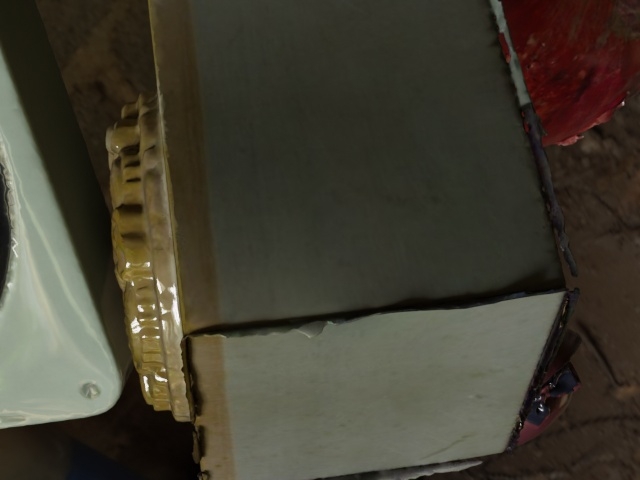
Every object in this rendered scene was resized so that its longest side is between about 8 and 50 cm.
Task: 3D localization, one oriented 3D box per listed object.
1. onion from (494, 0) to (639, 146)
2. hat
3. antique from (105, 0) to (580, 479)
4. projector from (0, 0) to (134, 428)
[{"bbox_3d":[0.107,-0.186,0.781,0.276,0.276,0.276,-11,60,20],"label":"onion"},{"bbox_3d":[0.227,0.177,1.487,0.205,0.205,0.089,-38,93,3],"label":"hat"},{"bbox_3d":[0.000,0.000,0.478,0.148,0.147,0.152,-6,59,-6],"label":"antique"},{"bbox_3d":[-0.225,-0.031,0.505,0.257,0.259,0.079,-9,26,13],"label":"projector"}]
